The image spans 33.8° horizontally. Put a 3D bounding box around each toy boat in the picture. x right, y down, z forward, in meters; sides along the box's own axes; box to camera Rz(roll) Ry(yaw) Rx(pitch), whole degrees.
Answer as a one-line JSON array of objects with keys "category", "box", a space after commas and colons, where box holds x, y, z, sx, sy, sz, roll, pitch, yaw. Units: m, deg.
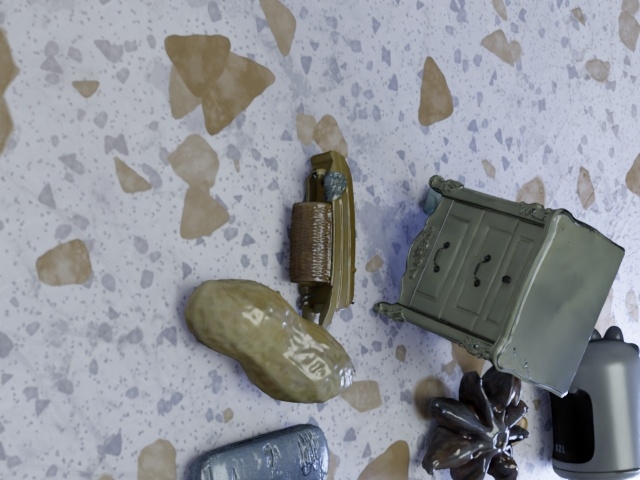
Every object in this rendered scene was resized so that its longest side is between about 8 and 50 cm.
[{"category": "toy boat", "box": [0.000, 0.000, 1.799, 0.115, 0.089, 0.310, 5, 85, -40]}]

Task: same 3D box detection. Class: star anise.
[{"category": "star anise", "box": [0.296, 0.387, 2.045, 0.316, 0.139, 0.359, 30, 83, -30]}]

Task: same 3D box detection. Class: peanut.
[{"category": "peanut", "box": [-0.082, 0.161, 1.682, 0.313, 0.149, 0.149, 40, 61, -30]}]

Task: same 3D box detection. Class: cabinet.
[{"category": "cabinet", "box": [0.313, 0.072, 1.894, 0.227, 0.318, 0.290, 25, 88, -42]}]

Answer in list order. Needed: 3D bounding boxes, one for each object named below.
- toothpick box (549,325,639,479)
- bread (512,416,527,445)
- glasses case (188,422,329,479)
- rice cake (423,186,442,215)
[{"category": "toothpick box", "box": [0.603, 0.343, 2.260, 0.229, 0.229, 0.316, -3, 89, -43]}, {"category": "bread", "box": [0.387, 0.406, 2.164, 0.062, 0.049, 0.103, 17, 74, -6]}, {"category": "glasses case", "box": [-0.094, 0.372, 1.704, 0.282, 0.067, 0.109, -7, 90, -45]}, {"category": "rice cake", "box": [0.283, -0.050, 2.087, 0.206, 0.063, 0.069, 27, 67, -40]}]
